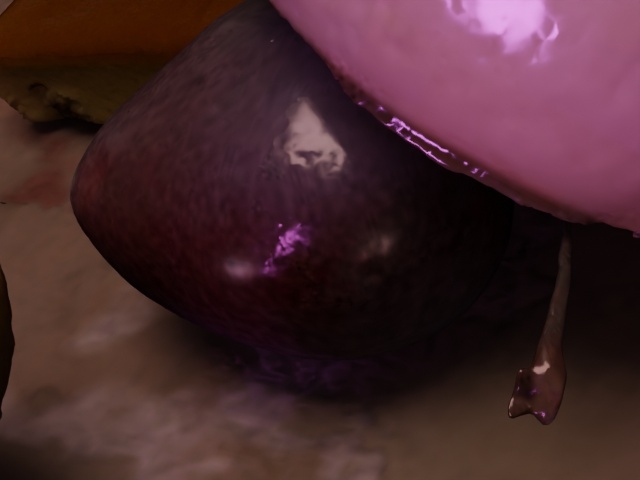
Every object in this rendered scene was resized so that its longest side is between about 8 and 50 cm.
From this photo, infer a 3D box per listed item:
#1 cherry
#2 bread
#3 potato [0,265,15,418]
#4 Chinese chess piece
[{"bbox_3d":[-0.007,-0.001,0.570,0.148,0.115,0.188,7,49,0],"label":"cherry"},{"bbox_3d":[-0.015,-0.083,0.713,0.226,0.049,0.088,2,45,27],"label":"bread"},{"bbox_3d":[-0.196,0.071,0.454,0.196,0.300,0.246,35,107,44],"label":"potato"},{"bbox_3d":[0.087,-0.105,0.561,0.250,0.103,0.250,20,35,-15],"label":"Chinese chess piece"}]
